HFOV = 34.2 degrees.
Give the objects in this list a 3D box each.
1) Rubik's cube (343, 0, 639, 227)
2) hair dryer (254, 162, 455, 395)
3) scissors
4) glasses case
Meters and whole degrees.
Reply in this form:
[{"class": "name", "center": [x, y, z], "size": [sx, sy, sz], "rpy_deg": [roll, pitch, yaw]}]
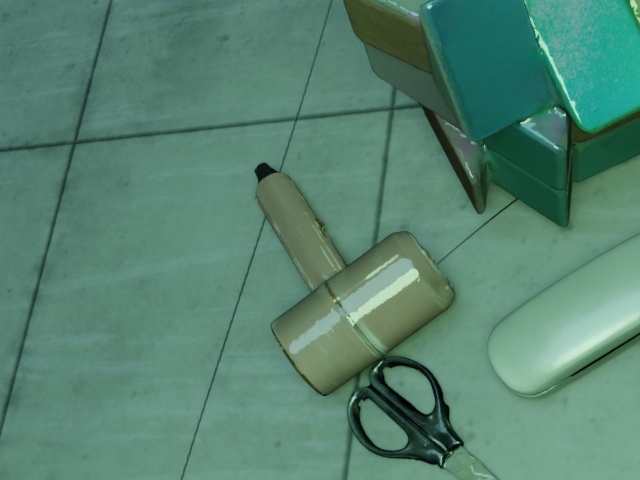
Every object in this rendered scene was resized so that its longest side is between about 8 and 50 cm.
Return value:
[{"class": "Rubik's cube", "center": [0.231, -0.233, 1.060], "size": [0.387, 0.358, 0.368], "rpy_deg": [4, 69, 17]}, {"class": "hair dryer", "center": [0.000, 0.000, 1.216], "size": [0.189, 0.107, 0.344], "rpy_deg": [-37, 49, 6]}, {"class": "scissors", "center": [0.147, 0.230, 1.067], "size": [0.300, 0.022, 0.109], "rpy_deg": [37, 90, 34]}, {"class": "glasses case", "center": [0.278, 0.073, 1.053], "size": [0.233, 0.059, 0.092], "rpy_deg": [-35, 54, 8]}]
